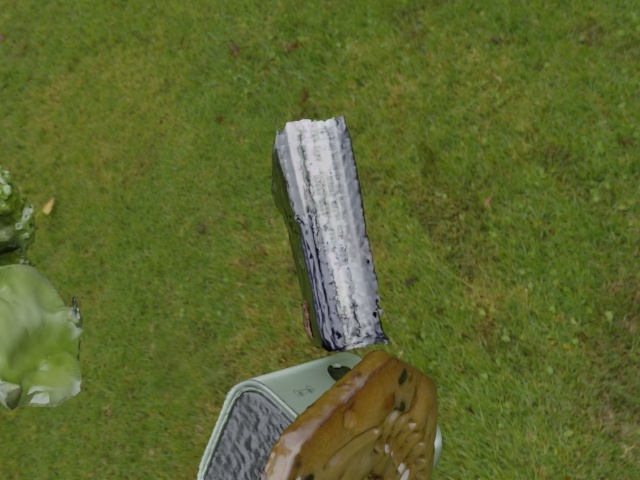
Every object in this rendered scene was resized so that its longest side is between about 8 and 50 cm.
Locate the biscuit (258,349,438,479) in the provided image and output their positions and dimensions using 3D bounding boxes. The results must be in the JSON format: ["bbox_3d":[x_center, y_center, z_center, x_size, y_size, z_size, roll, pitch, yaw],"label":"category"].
[{"bbox_3d":[0.028,0.284,0.587,0.046,0.359,0.359,17,70,36],"label":"biscuit"}]

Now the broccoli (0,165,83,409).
[{"bbox_3d":[-0.269,0.002,0.389,0.302,0.254,0.186,-33,22,44],"label":"broccoli"}]

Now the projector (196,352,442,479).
[{"bbox_3d":[-0.001,0.337,0.879,0.248,0.249,0.248,34,110,32],"label":"projector"}]

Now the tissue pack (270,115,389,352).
[{"bbox_3d":[0.000,0.000,0.885,0.123,0.245,0.333,-9,85,-10],"label":"tissue pack"}]
